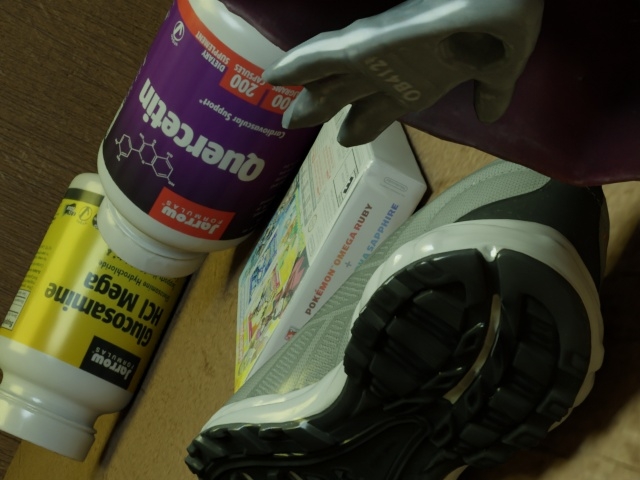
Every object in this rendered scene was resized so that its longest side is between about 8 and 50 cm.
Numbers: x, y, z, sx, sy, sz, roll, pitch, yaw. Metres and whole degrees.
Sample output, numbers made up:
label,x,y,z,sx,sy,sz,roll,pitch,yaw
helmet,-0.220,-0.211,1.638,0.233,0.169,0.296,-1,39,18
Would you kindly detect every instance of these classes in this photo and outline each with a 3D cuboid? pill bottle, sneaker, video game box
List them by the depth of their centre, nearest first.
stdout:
label,x,y,z,sx,sy,sz,roll,pitch,yaw
sneaker,0.033,0.060,0.513,0.271,0.100,0.108,-46,8,46
video game box,0.000,0.000,0.841,0.187,0.048,0.205,-58,13,17
pill bottle,-0.103,-0.115,1.183,0.323,0.181,0.181,-56,15,33
pill bottle,-0.293,0.098,1.519,0.334,0.188,0.188,-67,13,-11

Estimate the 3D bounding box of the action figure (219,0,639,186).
label,x,y,z,sx,sy,sz,roll,pitch,yaw
action figure,0.094,-0.199,0.392,0.276,0.248,0.370,-45,25,53
